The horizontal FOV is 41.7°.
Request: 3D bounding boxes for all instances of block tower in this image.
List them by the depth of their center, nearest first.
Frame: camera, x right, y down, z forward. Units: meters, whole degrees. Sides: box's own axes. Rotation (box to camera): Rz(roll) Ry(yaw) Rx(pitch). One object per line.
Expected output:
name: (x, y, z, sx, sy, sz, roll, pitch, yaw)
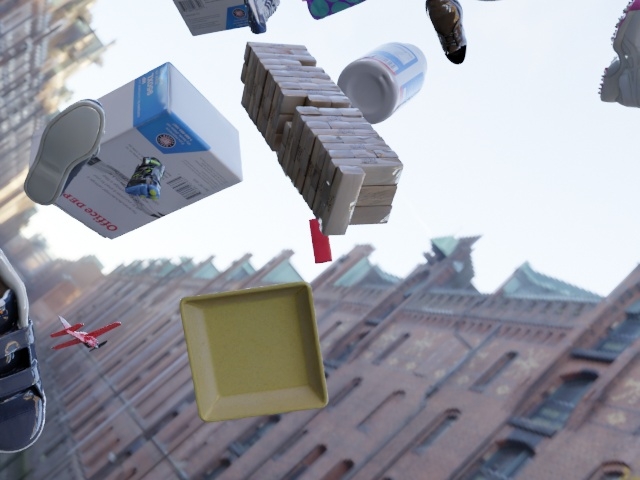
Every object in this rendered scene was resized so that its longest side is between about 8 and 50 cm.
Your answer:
block tower: (-0.008, -0.140, 1.072, 0.335, 0.097, 0.091, -120, -144, -46)

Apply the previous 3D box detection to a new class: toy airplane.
toy airplane: (-0.466, 0.185, 1.639, 0.151, 0.151, 0.028, 79, -6, -59)

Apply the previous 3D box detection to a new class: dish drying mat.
dish drying mat: (0.000, 0.000, 1.466, 0.008, 0.032, 0.083, 93, -11, -71)

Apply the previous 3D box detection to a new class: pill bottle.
pill bottle: (0.127, -0.307, 1.597, 0.124, 0.221, 0.124, 11, -63, 23)

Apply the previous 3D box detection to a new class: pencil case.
pencil case: (0.043, -0.497, 1.692, 0.070, 0.152, 0.064, 23, 55, -59)

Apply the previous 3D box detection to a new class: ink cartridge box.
ink cartridge box: (-0.201, -0.545, 1.611, 0.171, 0.168, 0.232, -1, -42, 27)
ink cartridge box: (-0.419, -0.191, 1.917, 0.285, 0.395, 0.166, 44, 30, -49)

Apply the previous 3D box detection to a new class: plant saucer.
plant saucer: (-0.164, 0.274, 2.133, 0.081, 0.333, 0.332, -79, 161, -80)

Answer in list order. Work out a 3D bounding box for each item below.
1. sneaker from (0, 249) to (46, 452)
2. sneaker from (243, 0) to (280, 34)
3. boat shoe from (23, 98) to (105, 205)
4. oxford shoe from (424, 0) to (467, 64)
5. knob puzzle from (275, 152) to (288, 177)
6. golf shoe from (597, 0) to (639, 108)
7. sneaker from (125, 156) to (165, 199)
sneaker: (-0.438, 0.138, 1.099, 0.127, 0.126, 0.321, -2, -72, 53)
sneaker: (-0.092, -0.381, 1.348, 0.052, 0.058, 0.135, 90, -9, -51)
boat shoe: (-0.448, -0.165, 1.504, 0.095, 0.079, 0.254, 29, -54, -11)
oxford shoe: (0.311, -0.503, 2.008, 0.227, 0.083, 0.096, 44, 34, -54)
knob puzzle: (-0.060, -0.225, 1.724, 0.213, 0.030, 0.213, -5, -95, 59)
golf shoe: (0.650, -0.375, 1.675, 0.140, 0.115, 0.306, 30, -20, 23)
sneaker: (-0.343, -0.125, 1.652, 0.067, 0.078, 0.188, 13, 9, -13)
